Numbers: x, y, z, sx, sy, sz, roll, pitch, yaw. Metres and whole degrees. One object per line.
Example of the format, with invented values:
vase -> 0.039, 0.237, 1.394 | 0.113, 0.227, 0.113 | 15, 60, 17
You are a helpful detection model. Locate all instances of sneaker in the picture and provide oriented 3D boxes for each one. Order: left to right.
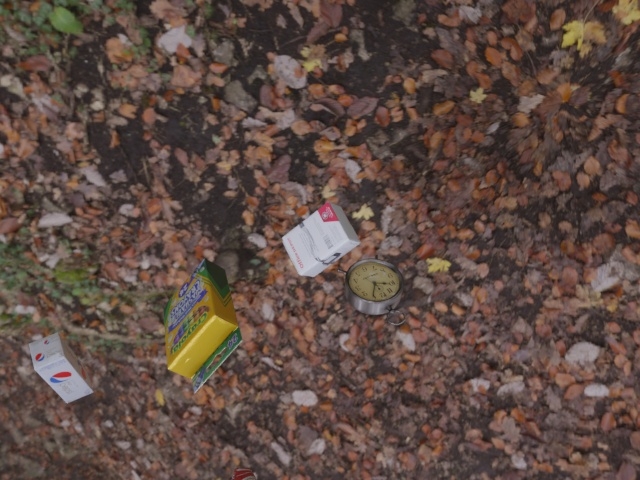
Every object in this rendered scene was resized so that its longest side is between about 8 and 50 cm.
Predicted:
sneaker -> -0.202, 0.558, 1.316 | 0.119, 0.067, 0.042 | -24, 104, -10

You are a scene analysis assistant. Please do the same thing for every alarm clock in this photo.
alarm clock -> 0.127, 0.118, 1.293 | 0.064, 0.130, 0.192 | 91, 154, -43

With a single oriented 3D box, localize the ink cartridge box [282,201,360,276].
ink cartridge box -> 0.000, 0.000, 1.354 | 0.151, 0.063, 0.109 | -37, 66, 22

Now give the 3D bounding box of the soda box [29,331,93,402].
soda box -> -0.614, 0.308, 1.390 | 0.073, 0.069, 0.216 | 58, 161, 31

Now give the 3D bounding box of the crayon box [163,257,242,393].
crayon box -> -0.324, 0.217, 1.556 | 0.083, 0.323, 0.203 | 34, 105, -32
